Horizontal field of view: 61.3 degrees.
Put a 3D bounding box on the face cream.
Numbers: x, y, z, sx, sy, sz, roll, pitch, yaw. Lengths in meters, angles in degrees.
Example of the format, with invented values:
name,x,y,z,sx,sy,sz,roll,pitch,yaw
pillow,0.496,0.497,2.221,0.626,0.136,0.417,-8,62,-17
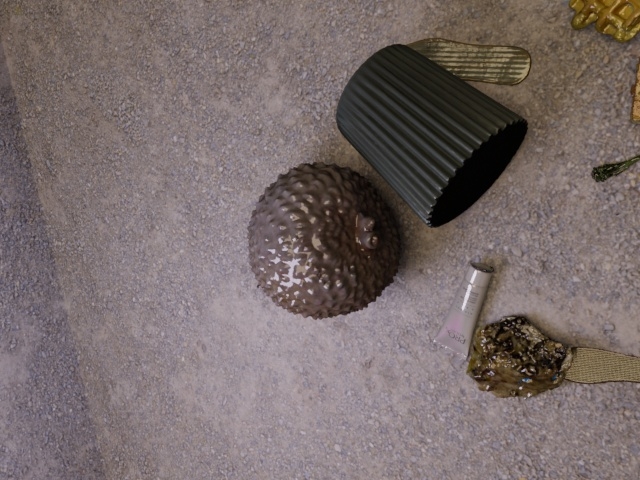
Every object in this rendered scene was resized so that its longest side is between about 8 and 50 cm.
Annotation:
name,x,y,z,sx,sy,sz,roll,pitch,yaw
face cream,0.350,0.168,1.308,0.092,0.058,0.243,27,113,30

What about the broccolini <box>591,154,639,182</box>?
name,x,y,z,sx,sy,sz,roll,pitch,yaw
broccolini,0.636,-0.164,1.125,0.140,0.030,0.035,-29,45,24

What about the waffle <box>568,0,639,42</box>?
name,x,y,z,sx,sy,sz,roll,pitch,yaw
waffle,0.632,-0.537,1.031,0.312,0.060,0.307,20,105,38

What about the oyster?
name,x,y,z,sx,sy,sz,roll,pitch,yaw
oyster,0.447,0.288,1.252,0.214,0.083,0.222,29,117,28

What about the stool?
name,x,y,z,sx,sy,sz,roll,pitch,yaw
stool,0.228,-0.241,1.199,0.330,0.297,0.297,46,115,21

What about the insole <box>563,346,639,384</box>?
name,x,y,z,sx,sy,sz,roll,pitch,yaw
insole,0.638,0.279,1.182,0.253,0.005,0.086,-2,95,30

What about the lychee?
name,x,y,z,sx,sy,sz,roll,pitch,yaw
lychee,0.000,0.000,1.316,0.432,0.380,0.380,-8,92,56

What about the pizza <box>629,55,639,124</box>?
name,x,y,z,sx,sy,sz,roll,pitch,yaw
pizza,0.681,-0.314,1.064,0.175,0.046,0.134,-31,82,29

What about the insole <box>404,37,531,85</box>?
name,x,y,z,sx,sy,sz,roll,pitch,yaw
insole,0.317,-0.419,1.282,0.349,0.009,0.119,13,101,28
